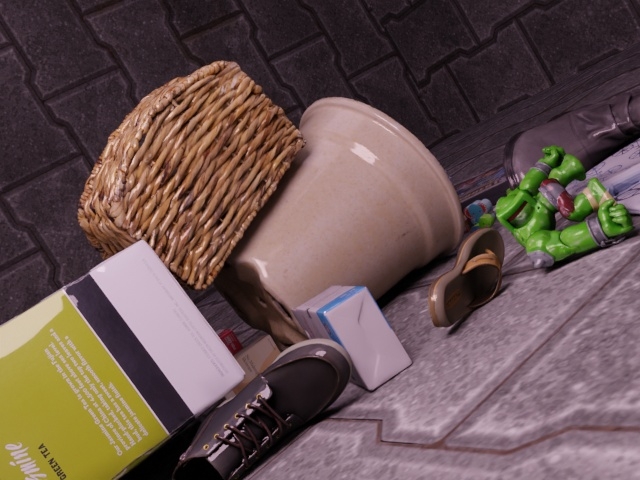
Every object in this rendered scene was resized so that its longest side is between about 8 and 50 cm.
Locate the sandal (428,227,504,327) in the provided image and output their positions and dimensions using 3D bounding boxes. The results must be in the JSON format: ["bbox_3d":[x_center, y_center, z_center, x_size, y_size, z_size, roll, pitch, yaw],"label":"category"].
[{"bbox_3d":[0.184,0.045,0.908,0.049,0.072,0.180,-6,22,39],"label":"sandal"}]

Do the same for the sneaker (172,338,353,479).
[{"bbox_3d":[-0.059,0.198,0.831,0.222,0.083,0.118,-40,6,25],"label":"sneaker"}]

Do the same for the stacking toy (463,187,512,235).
[{"bbox_3d":[0.255,-0.041,1.364,0.167,0.052,0.221,-36,8,-40],"label":"stacking toy"}]

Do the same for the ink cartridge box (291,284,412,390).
[{"bbox_3d":[0.031,0.111,0.926,0.060,0.104,0.180,-33,6,-13],"label":"ink cartridge box"}]

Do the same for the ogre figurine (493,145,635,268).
[{"bbox_3d":[0.277,-0.038,0.920,0.118,0.197,0.097,-37,-41,12],"label":"ogre figurine"}]

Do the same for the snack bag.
[{"bbox_3d":[0.478,-0.124,0.971,0.323,0.037,0.342,-31,5,1],"label":"snack bag"}]

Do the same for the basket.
[{"bbox_3d":[-0.211,-0.095,1.104,0.223,0.213,0.299,-3,50,55],"label":"basket"}]

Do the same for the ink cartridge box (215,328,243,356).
[{"bbox_3d":[-0.227,0.232,1.510,0.135,0.056,0.099,-33,6,-23],"label":"ink cartridge box"}]

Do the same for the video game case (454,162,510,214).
[{"bbox_3d":[0.321,-0.096,1.596,0.275,0.035,0.248,-28,6,32],"label":"video game case"}]

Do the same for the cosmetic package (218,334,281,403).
[{"bbox_3d":[-0.113,0.199,1.170,0.115,0.060,0.041,-36,8,-30],"label":"cosmetic package"}]

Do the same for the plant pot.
[{"bbox_3d":[0.000,0.000,1.204,0.305,0.334,0.334,-45,11,-24],"label":"plant pot"}]

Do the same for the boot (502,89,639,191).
[{"bbox_3d":[0.443,-0.171,1.226,0.223,0.118,0.338,-19,17,44],"label":"boot"}]

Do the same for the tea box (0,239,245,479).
[{"bbox_3d":[-0.316,0.214,0.987,0.323,0.220,0.329,-34,-6,-27],"label":"tea box"}]

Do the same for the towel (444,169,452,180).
[{"bbox_3d":[0.137,-0.025,1.762,0.336,0.040,0.243,-42,7,-22],"label":"towel"}]
